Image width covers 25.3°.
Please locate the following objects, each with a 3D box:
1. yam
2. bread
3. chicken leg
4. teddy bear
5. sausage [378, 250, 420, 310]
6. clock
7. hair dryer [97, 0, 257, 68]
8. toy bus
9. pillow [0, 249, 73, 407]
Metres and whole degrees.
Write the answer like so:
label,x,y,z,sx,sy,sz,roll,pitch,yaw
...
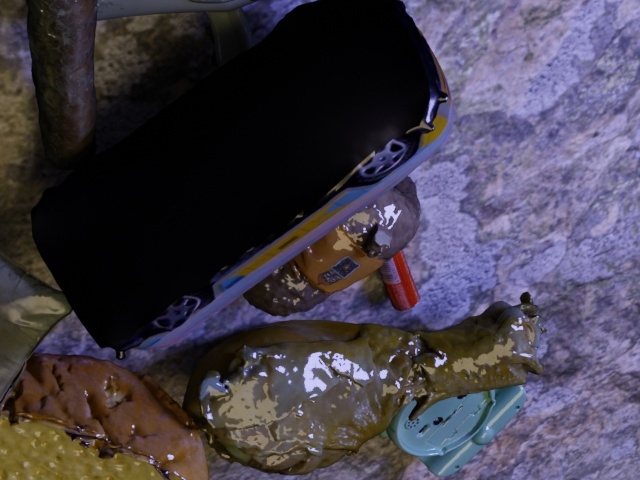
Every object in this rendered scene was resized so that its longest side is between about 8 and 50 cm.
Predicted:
label,x,y,z,sx,sy,sz,roll,pitch,yaw
yam,-0.215,-0.150,1.186,0.061,0.061,0.274,-15,149,-17
bread,-0.236,0.205,1.444,0.261,0.147,0.160,17,127,-8
chicken leg,0.060,0.143,1.537,0.429,0.152,0.201,-12,125,-13
teddy bear,0.000,0.000,1.424,0.190,0.140,0.177,-41,137,19
sausage,0.077,0.023,1.544,0.034,0.034,0.129,-28,133,-5
clock,0.130,0.187,1.683,0.211,0.066,0.159,30,107,-40
hair dryer,-0.133,-0.194,1.248,0.219,0.088,0.225,-1,141,-19
toy bus,-0.056,-0.064,1.281,0.386,0.171,0.162,-35,169,11
pillow,-0.365,0.110,1.310,0.185,0.075,0.302,36,110,3
